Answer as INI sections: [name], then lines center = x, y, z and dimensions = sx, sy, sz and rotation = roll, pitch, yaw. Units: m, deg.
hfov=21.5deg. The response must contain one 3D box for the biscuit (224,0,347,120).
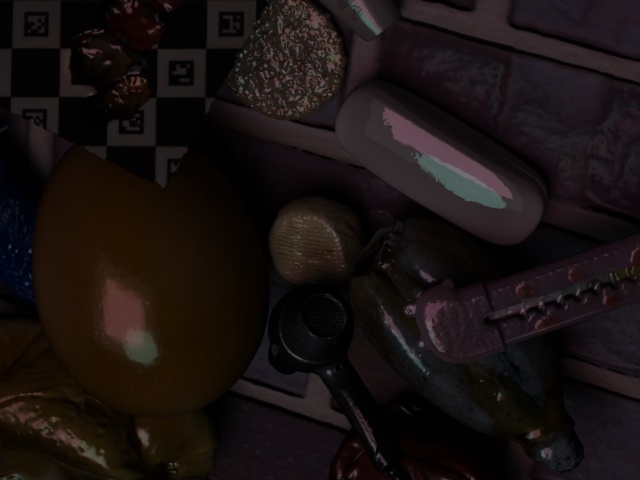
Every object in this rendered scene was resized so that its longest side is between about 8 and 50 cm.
[biscuit]
center = -0.043, -0.193, 1.742
dimensions = 0.152, 0.020, 0.152
rotation = 11, 122, 18

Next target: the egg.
[egg]
center = -0.184, 0.031, 1.803
dimensions = 0.250, 0.250, 0.322
rotation = -7, 102, 28

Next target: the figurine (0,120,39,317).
[figurine]
center = -0.363, -0.007, 1.941
dimensions = 0.164, 0.121, 0.262
rotation = -33, 104, 34

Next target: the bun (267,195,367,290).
[bun]
center = 0.000, 0.000, 1.813
dimensions = 0.115, 0.069, 0.115
rotation = 11, 122, 17

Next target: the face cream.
[face cream]
center = 0.006, -0.276, 1.648
dimensions = 0.072, 0.051, 0.182
rotation = -33, 104, 37

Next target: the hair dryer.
[hair dryer]
center = 0.027, 0.182, 1.816
dimensions = 0.272, 0.091, 0.235
rotation = 60, 163, 8

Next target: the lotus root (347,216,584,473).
[lotus root]
center = 0.164, 0.111, 1.772
dimensions = 0.158, 0.140, 0.322
rotation = -40, 102, 12

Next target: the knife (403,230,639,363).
[knife]
center = 0.281, 0.040, 1.649
dimensions = 0.398, 0.038, 0.132
rotation = -18, 105, 9

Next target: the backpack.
[backpack]
center = 0.118, 0.298, 1.902
dimensions = 0.229, 0.139, 0.229
rotation = 13, 122, 22

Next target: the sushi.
[sushi]
center = -0.194, -0.232, 1.715
dimensions = 0.264, 0.050, 0.290
rotation = 26, 91, 6

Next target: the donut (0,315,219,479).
[donut]
center = -0.297, 0.236, 2.009
dimensions = 0.360, 0.170, 0.360
rotation = 18, 146, 12

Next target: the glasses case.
[glasses case]
center = 0.122, -0.079, 1.714
dimensions = 0.233, 0.059, 0.092
rotation = 31, 126, 4
